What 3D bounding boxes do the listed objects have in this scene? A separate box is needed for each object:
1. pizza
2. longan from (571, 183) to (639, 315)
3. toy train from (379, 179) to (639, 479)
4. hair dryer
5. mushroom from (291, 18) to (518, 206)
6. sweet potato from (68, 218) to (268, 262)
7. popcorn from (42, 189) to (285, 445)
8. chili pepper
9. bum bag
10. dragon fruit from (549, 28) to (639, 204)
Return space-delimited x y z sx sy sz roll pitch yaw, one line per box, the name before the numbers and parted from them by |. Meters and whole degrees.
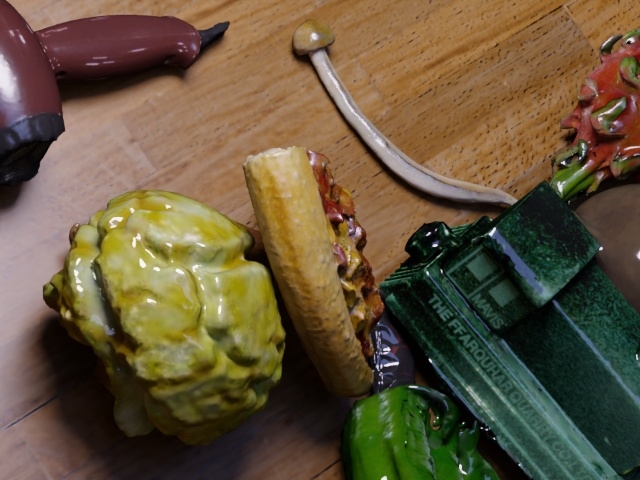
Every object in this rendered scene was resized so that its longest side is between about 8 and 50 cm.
pizza | 0.000 0.000 1.732 0.081 0.289 0.229 -18 35 4
longan | 0.305 0.023 1.867 0.204 0.185 0.159 24 97 -15
toy train | 0.213 0.101 1.790 0.330 0.178 0.138 49 46 1
hair dryer | -0.240 -0.210 1.794 0.340 0.123 0.313 -13 65 -37
mushroom | 0.085 -0.097 1.906 0.306 0.043 0.068 43 86 -4
sweet potato | -0.131 0.000 1.769 0.202 0.055 0.058 -3 42 -21
popcorn | -0.125 0.065 1.658 0.183 0.204 0.221 -27 106 -6
chili pepper | 0.123 0.316 1.693 0.167 0.213 0.385 -29 56 14
bum bag | 0.063 0.101 1.819 0.058 0.034 0.124 15 62 -44
dragon fruit | 0.308 -0.106 1.957 0.137 0.135 0.236 31 83 -8
